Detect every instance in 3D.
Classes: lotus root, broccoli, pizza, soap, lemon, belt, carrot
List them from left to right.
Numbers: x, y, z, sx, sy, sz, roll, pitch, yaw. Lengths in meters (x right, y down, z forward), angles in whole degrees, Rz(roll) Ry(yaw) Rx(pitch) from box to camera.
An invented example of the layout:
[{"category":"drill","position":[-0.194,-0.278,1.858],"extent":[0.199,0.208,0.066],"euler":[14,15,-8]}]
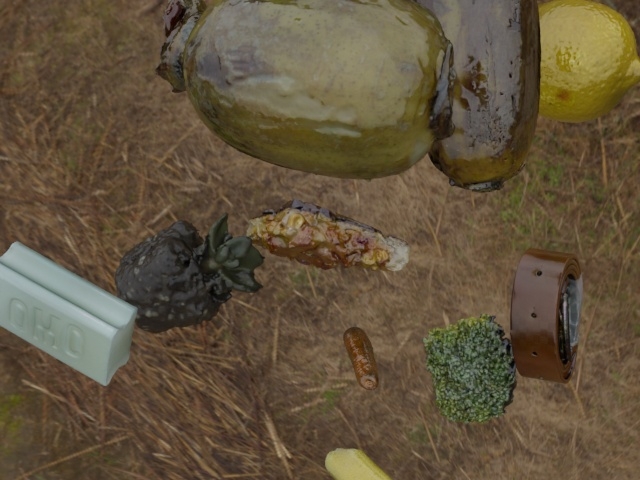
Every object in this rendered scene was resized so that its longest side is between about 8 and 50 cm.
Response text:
[{"category":"soap","position":[-0.351,0.099,0.999],"extent":[0.198,0.119,0.066],"euler":[28,40,8]},{"category":"lotus root","position":[-0.027,-0.128,0.566],"extent":[0.278,0.154,0.154],"euler":[19,72,20]},{"category":"pizza","position":[0.000,0.000,1.646],"extent":[0.409,0.278,0.114],"euler":[8,79,19]},{"category":"carrot","position":[0.094,0.259,1.633],"extent":[0.060,0.060,0.186],"euler":[-25,35,3]},{"category":"soap","position":[0.085,0.471,1.444],"extent":[0.089,0.033,0.168],"euler":[-40,67,-6]},{"category":"broccoli","position":[0.304,0.282,1.635],"extent":[0.180,0.273,0.242],"euler":[2,81,-14]},{"category":"lotus root","position":[0.213,-0.266,1.029],"extent":[0.179,0.196,0.397],"euler":[-2,97,22]},{"category":"belt","position":[0.428,0.140,1.391],"extent":[0.105,0.261,0.184],"euler":[6,32,34]},{"category":"lemon","position":[0.475,-0.337,1.391],"extent":[0.228,0.228,0.253],"euler":[-43,47,-7]}]

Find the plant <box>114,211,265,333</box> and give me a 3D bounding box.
[{"category":"plant","position":[-0.291,0.072,1.678],"extent":[0.312,0.215,0.213],"euler":[-17,30,22]}]
